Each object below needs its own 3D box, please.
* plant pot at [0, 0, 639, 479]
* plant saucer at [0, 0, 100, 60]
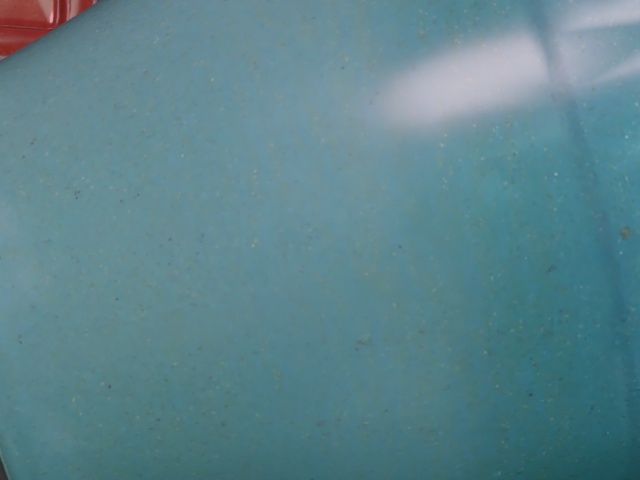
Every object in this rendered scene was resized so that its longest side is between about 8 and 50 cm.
[{"bbox_3d":[0.000,0.000,0.720,0.255,0.271,0.272,-15,87,-4],"label":"plant pot"},{"bbox_3d":[-0.189,-0.172,0.751,0.258,0.047,0.259,1,89,-25],"label":"plant saucer"}]
